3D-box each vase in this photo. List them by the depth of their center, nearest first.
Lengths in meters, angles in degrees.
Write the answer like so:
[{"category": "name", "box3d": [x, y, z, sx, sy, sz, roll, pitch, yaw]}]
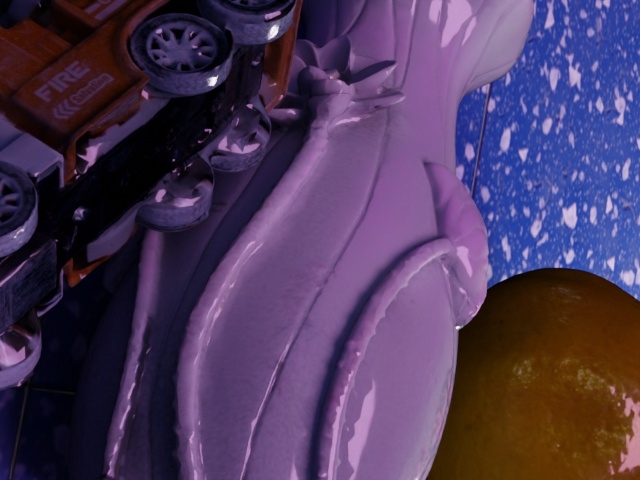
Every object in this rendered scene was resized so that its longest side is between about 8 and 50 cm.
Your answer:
[{"category": "vase", "box3d": [0.000, 0.000, 0.981, 0.250, 0.250, 0.445, 48, 53, -46]}]

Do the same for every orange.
[{"category": "orange", "box3d": [0.212, 0.160, 1.286, 0.279, 0.235, 0.279, -19, 112, -60]}]

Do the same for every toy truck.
[{"category": "toy truck", "box3d": [-0.166, -0.063, 0.784, 0.338, 0.184, 0.133, -45, 159, -35]}]
